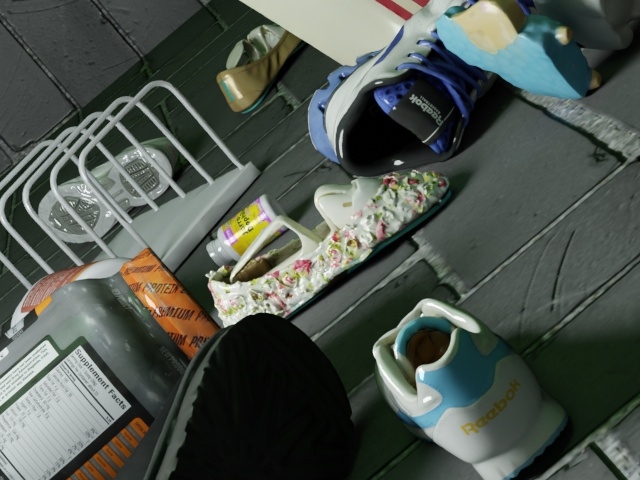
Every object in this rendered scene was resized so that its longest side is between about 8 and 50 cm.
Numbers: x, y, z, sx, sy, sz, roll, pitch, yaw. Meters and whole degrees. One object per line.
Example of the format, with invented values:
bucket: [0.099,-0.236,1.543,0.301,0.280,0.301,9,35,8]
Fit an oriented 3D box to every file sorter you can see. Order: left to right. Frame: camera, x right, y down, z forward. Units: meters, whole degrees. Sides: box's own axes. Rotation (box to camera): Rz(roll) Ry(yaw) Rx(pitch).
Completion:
file sorter: [-0.251,-0.048,2.210,0.278,0.173,0.193,-21,24,51]

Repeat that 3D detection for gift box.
gift box: [0.071,-0.294,1.990,0.276,0.258,0.255,-56,9,26]

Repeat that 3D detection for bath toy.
bath toy: [0.239,-0.285,1.633,0.129,0.151,0.348,12,57,42]

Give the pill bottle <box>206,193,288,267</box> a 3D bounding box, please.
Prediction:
pill bottle: [-0.075,-0.007,1.899,0.083,0.043,0.043,-37,15,14]

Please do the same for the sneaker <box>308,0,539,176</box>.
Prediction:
sneaker: [0.122,-0.161,1.741,0.315,0.127,0.182,-44,17,12]

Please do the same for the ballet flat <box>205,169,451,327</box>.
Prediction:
ballet flat: [0.000,0.000,1.624,0.241,0.077,0.091,-37,14,12]

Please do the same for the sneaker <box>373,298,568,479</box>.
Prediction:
sneaker: [0.078,0.077,1.165,0.087,0.092,0.229,-44,13,-7]

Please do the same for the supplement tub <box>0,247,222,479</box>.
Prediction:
supplement tub: [-0.198,0.163,1.403,0.316,0.193,0.193,-41,14,-4]

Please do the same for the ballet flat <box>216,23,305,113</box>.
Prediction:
ballet flat: [-0.078,-0.262,2.610,0.080,0.073,0.232,-30,17,34]

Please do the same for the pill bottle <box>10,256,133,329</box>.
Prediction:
pill bottle: [-0.232,0.084,1.869,0.121,0.121,0.216,-47,16,-23]

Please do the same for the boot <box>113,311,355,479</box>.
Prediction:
boot: [-0.139,0.206,1.247,0.260,0.131,0.348,-29,18,36]

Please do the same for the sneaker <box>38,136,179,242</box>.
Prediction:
sneaker: [-0.281,-0.072,2.563,0.232,0.090,0.115,-23,14,25]
